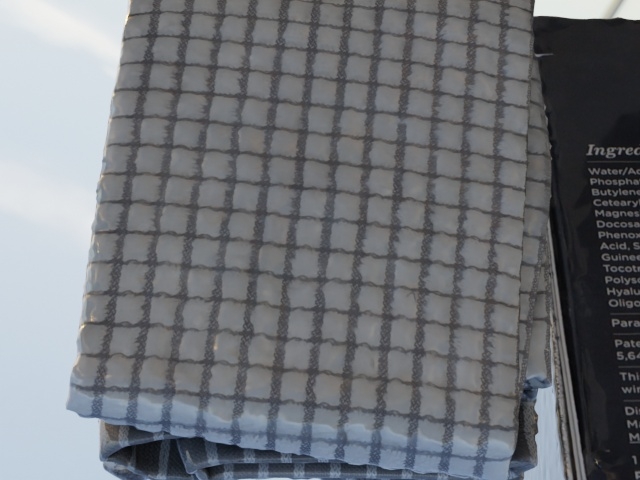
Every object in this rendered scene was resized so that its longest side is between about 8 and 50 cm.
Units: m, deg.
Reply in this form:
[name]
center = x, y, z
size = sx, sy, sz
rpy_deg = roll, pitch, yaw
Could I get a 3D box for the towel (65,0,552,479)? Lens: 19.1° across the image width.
[towel]
center = 0.000, 0.000, 1.003
size = 0.235, 0.121, 0.283
rpy_deg = 5, -120, -2

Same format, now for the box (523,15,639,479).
[box]
center = 0.279, 0.159, 1.468
size = 0.297, 0.480, 0.471
rpy_deg = 0, -133, -3
